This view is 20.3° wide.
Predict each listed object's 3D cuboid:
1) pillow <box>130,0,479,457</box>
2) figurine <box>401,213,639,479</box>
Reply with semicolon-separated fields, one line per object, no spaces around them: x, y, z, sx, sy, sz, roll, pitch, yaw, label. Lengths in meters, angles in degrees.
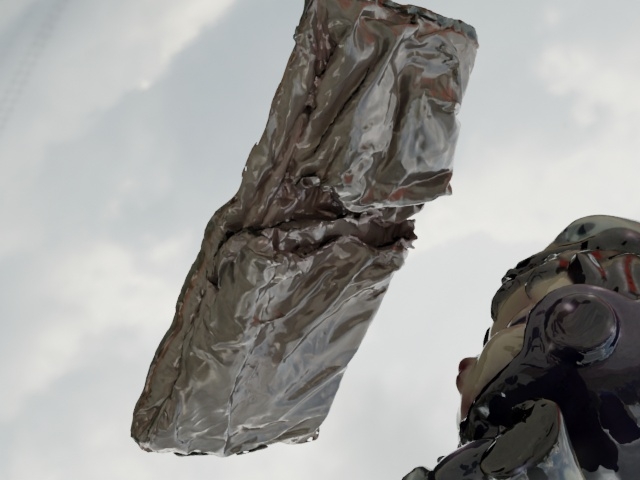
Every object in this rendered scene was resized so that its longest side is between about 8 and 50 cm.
0.000;0.000;0.886;0.049;0.135;0.248;35;-73;36;pillow
0.129;0.072;0.793;0.145;0.145;0.222;-7;-146;39;figurine
